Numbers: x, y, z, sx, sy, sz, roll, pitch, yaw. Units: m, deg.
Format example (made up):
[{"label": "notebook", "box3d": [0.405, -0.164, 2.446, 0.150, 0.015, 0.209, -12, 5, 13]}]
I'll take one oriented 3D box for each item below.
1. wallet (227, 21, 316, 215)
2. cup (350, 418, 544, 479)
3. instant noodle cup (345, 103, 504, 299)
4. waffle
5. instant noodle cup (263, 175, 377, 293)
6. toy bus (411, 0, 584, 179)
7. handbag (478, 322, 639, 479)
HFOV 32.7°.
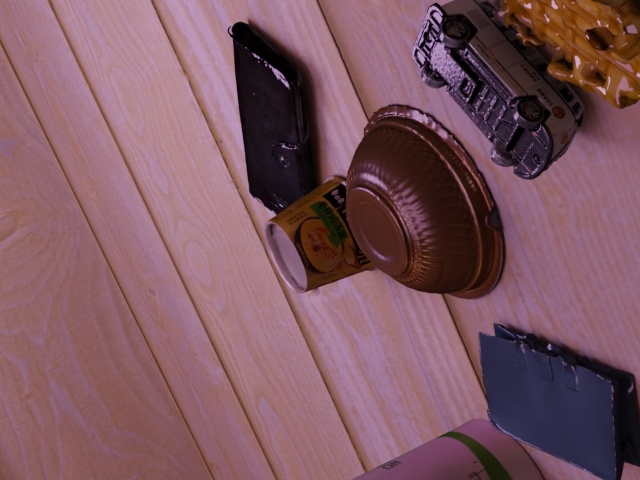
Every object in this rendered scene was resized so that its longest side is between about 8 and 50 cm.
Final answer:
[{"label": "wallet", "box3d": [-0.068, -0.150, 1.607, 0.172, 0.045, 0.318, 44, 152, 36]}, {"label": "cup", "box3d": [0.154, 0.386, 1.486, 0.253, 0.274, 0.253, 42, 148, 35]}, {"label": "instant noodle cup", "box3d": [0.104, -0.029, 1.356, 0.274, 0.091, 0.274, 44, 150, 34]}, {"label": "waffle", "box3d": [0.189, -0.218, 0.917, 0.262, 0.060, 0.280, 48, -177, -24]}, {"label": "instant noodle cup", "box3d": [0.000, 0.000, 1.541, 0.151, 0.122, 0.151, 45, 152, 32]}, {"label": "toy bus", "box3d": [0.179, -0.154, 1.075, 0.194, 0.089, 0.087, 52, 153, 19]}, {"label": "handbag", "box3d": [0.281, 0.188, 1.296, 0.221, 0.057, 0.144, 22, 131, 54]}]
